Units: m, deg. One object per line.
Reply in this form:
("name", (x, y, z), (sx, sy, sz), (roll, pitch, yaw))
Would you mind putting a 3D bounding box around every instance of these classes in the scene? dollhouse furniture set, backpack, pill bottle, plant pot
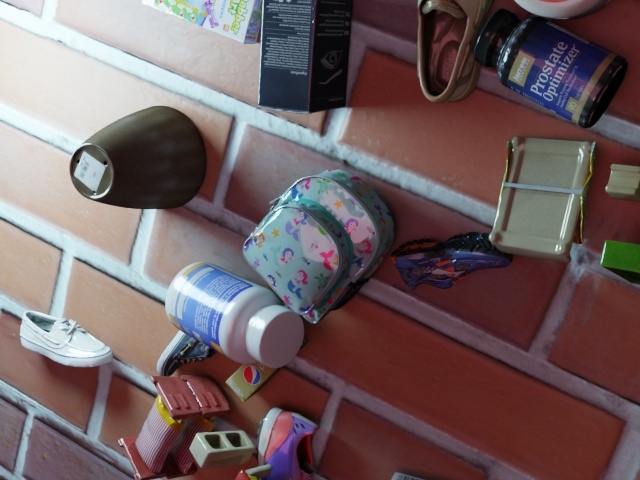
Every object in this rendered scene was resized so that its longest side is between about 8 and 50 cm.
("dollhouse furniture set", (0.451, -0.048, 1.450), (0.301, 0.151, 0.198), (12, 86, 41))
("backpack", (0.000, 0.000, 1.621), (0.225, 0.191, 0.253), (47, 112, 11))
("dollhouse furniture set", (-0.241, 0.463, 1.776), (0.374, 0.152, 0.201), (48, 120, 40))
("pill bottle", (0.361, -0.279, 1.406), (0.219, 0.122, 0.123), (32, 114, 19))
("pill bottle", (-0.163, 0.147, 1.702), (0.272, 0.152, 0.152), (21, 111, 43))
("plant pot", (-0.377, -0.150, 1.739), (0.215, 0.230, 0.216), (6, 104, 25))

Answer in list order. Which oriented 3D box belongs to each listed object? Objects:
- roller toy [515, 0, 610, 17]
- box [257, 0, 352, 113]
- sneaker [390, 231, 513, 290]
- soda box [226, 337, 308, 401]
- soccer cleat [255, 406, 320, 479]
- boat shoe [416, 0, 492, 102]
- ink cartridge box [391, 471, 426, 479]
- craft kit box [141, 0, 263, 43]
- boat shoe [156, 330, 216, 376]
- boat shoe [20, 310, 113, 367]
("roller toy", (0.376, -0.438, 1.350), (0.209, 0.146, 0.191), (-21, 92, 28))
("box", (-0.026, -0.336, 1.568), (0.108, 0.153, 0.207), (11, 106, 24))
("sneaker", (0.238, 0.041, 1.576), (0.221, 0.083, 0.087), (-5, 114, 31))
("soda box", (-0.109, 0.247, 1.792), (0.058, 0.061, 0.181), (48, 117, 9))
("soccer cleat", (-0.072, 0.503, 1.810), (0.116, 0.108, 0.318), (10, 103, 21))
("boat shoe", (0.220, -0.398, 1.456), (0.121, 0.110, 0.341), (6, 104, 25))
("ink cartridge box", (0.228, 0.572, 1.718), (0.189, 0.066, 0.232), (9, 126, 24))
("craft kit box", (-0.202, -0.530, 1.669), (0.246, 0.061, 0.250), (23, 111, 17))
("boat shoe", (-0.276, 0.239, 1.870), (0.083, 0.065, 0.183), (41, 115, 14))
("boat shoe", (-0.582, 0.219, 2.001), (0.258, 0.095, 0.084), (10, 110, 23))
